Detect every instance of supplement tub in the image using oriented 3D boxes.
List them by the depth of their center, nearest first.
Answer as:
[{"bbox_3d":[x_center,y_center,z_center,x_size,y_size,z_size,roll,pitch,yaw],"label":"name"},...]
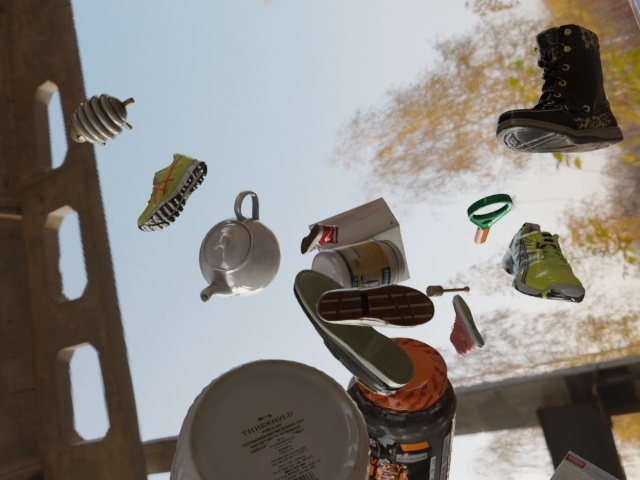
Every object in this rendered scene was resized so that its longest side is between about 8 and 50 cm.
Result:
[{"bbox_3d":[0.152,0.367,1.140,0.207,0.207,0.337,-58,-30,-54],"label":"supplement tub"},{"bbox_3d":[0.094,0.076,1.454,0.200,0.144,0.144,-13,-95,-32],"label":"supplement tub"}]

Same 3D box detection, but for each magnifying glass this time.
[{"bbox_3d":[0.351,-0.041,1.251,0.231,0.092,0.026,68,-171,-70],"label":"magnifying glass"}]

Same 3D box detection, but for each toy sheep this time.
[{"bbox_3d":[-0.383,-0.215,1.039,0.091,0.132,0.091,56,-176,-6],"label":"toy sheep"}]

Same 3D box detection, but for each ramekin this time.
[{"bbox_3d":[-0.046,0.216,0.588,0.207,0.207,0.109,-73,-5,-47],"label":"ramekin"}]

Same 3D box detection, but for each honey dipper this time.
[{"bbox_3d":[0.328,0.126,1.487,0.161,0.031,0.030,2,-109,-40],"label":"honey dipper"}]

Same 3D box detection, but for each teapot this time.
[{"bbox_3d":[-0.237,0.026,1.643,0.256,0.253,0.187,61,-178,28],"label":"teapot"}]

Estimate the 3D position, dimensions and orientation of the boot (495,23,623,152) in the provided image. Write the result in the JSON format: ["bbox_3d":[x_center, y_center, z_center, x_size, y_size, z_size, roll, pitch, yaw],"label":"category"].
[{"bbox_3d":[0.553,-0.359,1.399,0.378,0.138,0.283,-2,-98,-25],"label":"boot"}]

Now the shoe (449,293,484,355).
[{"bbox_3d":[0.412,0.251,1.752,0.064,0.081,0.177,19,-136,-47],"label":"shoe"}]

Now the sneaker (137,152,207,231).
[{"bbox_3d":[-0.352,-0.112,1.344,0.208,0.094,0.081,-53,-17,-13],"label":"sneaker"}]

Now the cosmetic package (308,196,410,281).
[{"bbox_3d":[0.111,0.032,1.651,0.224,0.224,0.138,72,176,-45],"label":"cosmetic package"}]

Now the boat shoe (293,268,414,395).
[{"bbox_3d":[0.036,0.141,0.887,0.228,0.068,0.081,45,-132,11],"label":"boat shoe"}]

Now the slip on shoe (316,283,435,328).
[{"bbox_3d":[0.063,0.078,0.690,0.041,0.136,0.051,86,-179,-82],"label":"slip on shoe"}]

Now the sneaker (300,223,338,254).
[{"bbox_3d":[0.000,0.000,1.398,0.067,0.118,0.042,2,-119,-28],"label":"sneaker"}]

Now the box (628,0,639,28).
[{"bbox_3d":[0.635,-0.362,1.075,0.323,0.063,0.067,63,-158,-8],"label":"box"}]

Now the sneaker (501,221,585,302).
[{"bbox_3d":[0.577,0.054,1.557,0.384,0.145,0.147,-102,21,-73],"label":"sneaker"}]

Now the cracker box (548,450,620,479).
[{"bbox_3d":[0.617,0.639,1.417,0.232,0.156,0.067,-31,-47,-36],"label":"cracker box"}]
